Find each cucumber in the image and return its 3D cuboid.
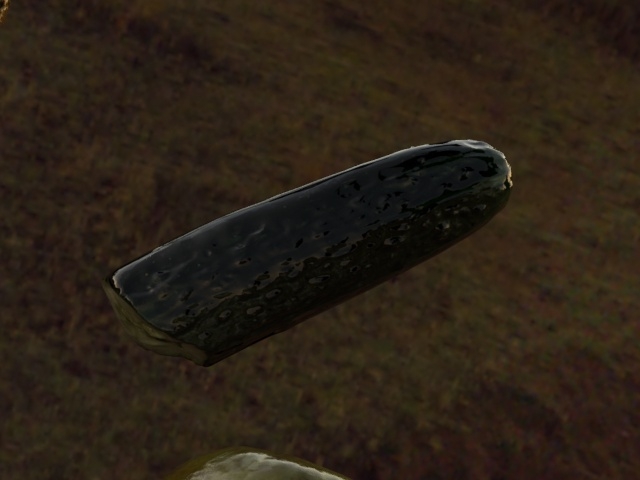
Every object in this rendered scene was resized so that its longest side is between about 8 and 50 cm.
[{"bbox_3d":[0.000,0.001,0.701,0.241,0.074,0.074,-24,35,-10],"label":"cucumber"}]

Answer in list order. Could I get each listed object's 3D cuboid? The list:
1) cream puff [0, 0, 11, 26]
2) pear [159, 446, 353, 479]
[{"bbox_3d":[-0.300,-0.201,0.974,0.133,0.104,0.119,42,67,6],"label":"cream puff"},{"bbox_3d":[-0.060,0.360,1.207,0.304,0.304,0.304,16,22,-7],"label":"pear"}]
